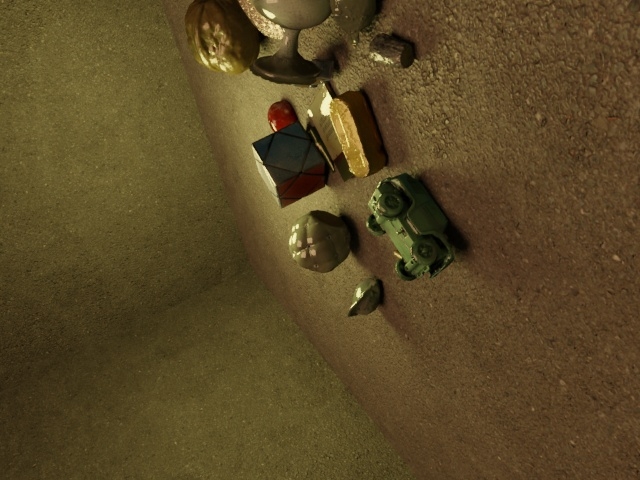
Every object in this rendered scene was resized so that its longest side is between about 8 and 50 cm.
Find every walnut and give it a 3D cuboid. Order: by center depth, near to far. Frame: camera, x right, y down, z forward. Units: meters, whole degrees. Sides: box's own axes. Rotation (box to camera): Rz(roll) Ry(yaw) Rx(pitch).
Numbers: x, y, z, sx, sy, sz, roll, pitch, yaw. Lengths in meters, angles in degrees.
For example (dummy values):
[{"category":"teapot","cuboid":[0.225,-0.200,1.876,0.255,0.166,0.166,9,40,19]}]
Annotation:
[{"category":"walnut","cuboid":[-0.361,-0.763,1.724,0.277,0.281,0.253,91,-173,-46]}]

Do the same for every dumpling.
[{"category":"dumpling","cuboid":[0.060,-0.566,1.087,0.153,0.107,0.219,51,155,33]},{"category":"dumpling","cuboid":[0.174,0.235,1.803,0.104,0.149,0.217,18,143,5]}]

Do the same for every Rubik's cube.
[{"category":"Rubik's cube","cuboid":[-0.115,-0.279,1.744,0.205,0.205,0.207,59,171,18]}]

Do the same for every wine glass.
[{"category":"wine glass","cuboid":[-0.072,-0.589,1.180,0.238,0.237,0.323,46,142,42]}]

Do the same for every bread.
[{"category":"bread","cuboid":[0.110,-0.304,1.332,0.102,0.094,0.246,1,117,59]}]

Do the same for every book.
[{"category":"book","cuboid":[0.051,-0.346,1.525,0.290,0.026,0.201,64,161,1]}]

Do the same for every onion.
[{"category":"onion","cuboid":[-0.151,-0.753,1.433,0.250,0.111,0.247,21,155,48]}]

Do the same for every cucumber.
[{"category":"cucumber","cuboid":[0.162,-0.429,1.065,0.112,0.064,0.064,46,155,42]}]

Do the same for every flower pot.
[{"category":"flower pot","cuboid":[0.000,0.000,1.801,0.246,0.245,0.195,46,123,42]}]

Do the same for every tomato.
[{"category":"tomato","cuboid":[-0.160,-0.470,1.835,0.159,0.091,0.139,43,152,51]}]

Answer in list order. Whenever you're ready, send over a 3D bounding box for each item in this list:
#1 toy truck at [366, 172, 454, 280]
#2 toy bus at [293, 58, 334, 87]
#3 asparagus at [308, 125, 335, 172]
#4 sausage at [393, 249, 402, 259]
[{"category":"toy truck","cuboid":[0.238,-0.033,1.235,0.279,0.156,0.155,58,161,16]},{"category":"toy bus","cuboid":[-0.025,-0.507,1.419,0.190,0.075,0.064,-158,71,-65]},{"category":"asparagus","cuboid":[0.016,-0.320,1.634,0.041,0.045,0.179,-33,85,53]},{"category":"sausage","cuboid":[0.276,0.064,1.471,0.132,0.024,0.024,39,149,53]}]
